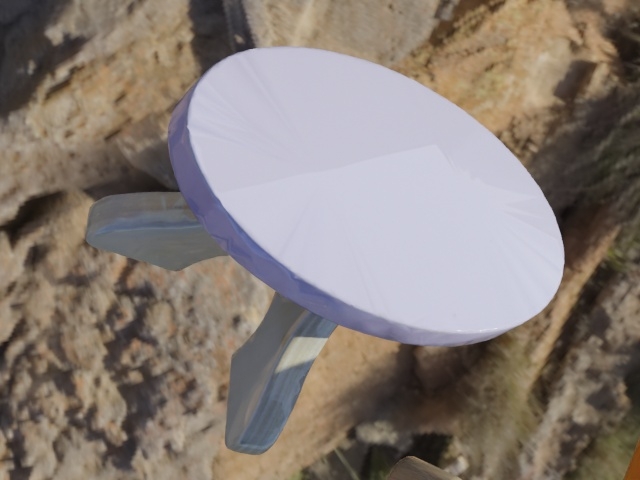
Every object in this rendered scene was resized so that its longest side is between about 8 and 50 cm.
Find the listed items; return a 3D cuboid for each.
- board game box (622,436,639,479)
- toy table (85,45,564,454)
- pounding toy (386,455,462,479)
[{"bbox_3d":[0.463,0.217,0.877,0.356,0.356,0.356,-12,125,-42],"label":"board game box"},{"bbox_3d":[0.000,0.000,0.778,0.274,0.161,0.252,30,53,-22],"label":"toy table"},{"bbox_3d":[0.004,0.202,0.648,0.181,0.094,0.206,16,97,-51],"label":"pounding toy"}]
